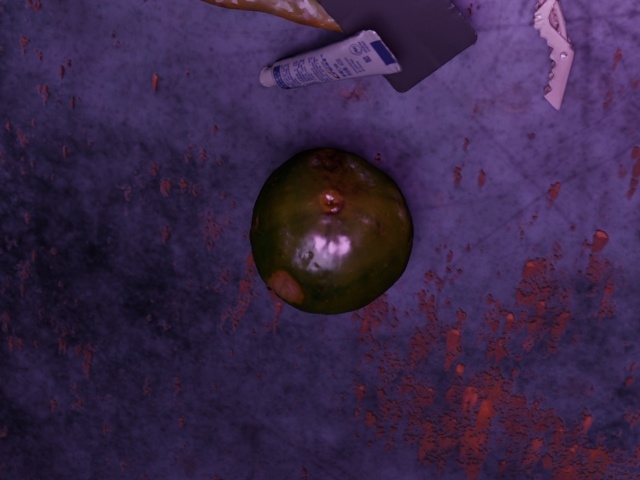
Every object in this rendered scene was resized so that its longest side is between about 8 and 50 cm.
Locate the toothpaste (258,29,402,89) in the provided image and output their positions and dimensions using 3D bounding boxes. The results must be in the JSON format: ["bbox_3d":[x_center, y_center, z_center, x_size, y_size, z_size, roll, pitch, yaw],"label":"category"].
[{"bbox_3d":[0.003,-0.196,1.282,0.216,0.037,0.062,-3,139,50],"label":"toothpaste"}]

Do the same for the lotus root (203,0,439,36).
[{"bbox_3d":[0.001,-0.385,1.204,0.390,0.111,0.375,-30,110,24],"label":"lotus root"}]

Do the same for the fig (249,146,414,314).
[{"bbox_3d":[0.000,0.000,1.375,0.195,0.195,0.245,34,154,-5],"label":"fig"}]

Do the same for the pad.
[{"bbox_3d":[0.080,-0.242,1.221,0.112,0.003,0.157,-34,113,25],"label":"pad"}]

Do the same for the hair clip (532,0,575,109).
[{"bbox_3d":[0.252,-0.251,1.246,0.072,0.034,0.226,-14,113,19],"label":"hair clip"}]
